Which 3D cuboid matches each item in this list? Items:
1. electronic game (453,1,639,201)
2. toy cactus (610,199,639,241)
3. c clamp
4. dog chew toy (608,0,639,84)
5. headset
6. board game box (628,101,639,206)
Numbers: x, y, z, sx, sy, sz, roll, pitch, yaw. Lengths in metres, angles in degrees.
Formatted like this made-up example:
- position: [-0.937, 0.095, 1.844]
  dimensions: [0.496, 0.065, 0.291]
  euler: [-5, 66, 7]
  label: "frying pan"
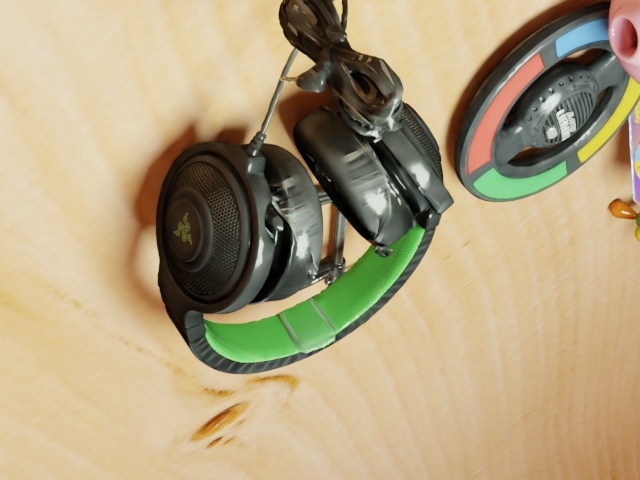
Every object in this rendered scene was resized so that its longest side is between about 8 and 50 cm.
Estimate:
- position: [0.222, -0.125, 1.091]
  dimensions: [0.229, 0.048, 0.229]
  euler: [-25, 147, -18]
  label: "electronic game"
- position: [0.437, -0.054, 1.368]
  dimensions: [0.180, 0.112, 0.219]
  euler: [-58, 145, -3]
  label: "toy cactus"
- position: [0.000, 0.000, 1.065]
  dimensions: [0.137, 0.022, 0.161]
  euler: [-23, 147, -13]
  label: "c clamp"
- position: [0.392, -0.212, 1.005]
  dimensions: [0.332, 0.206, 0.207]
  euler: [-17, 143, -23]
  label: "dog chew toy"
- position: [0.002, -0.020, 0.881]
  dimensions: [0.243, 0.185, 0.394]
  euler: [-25, 144, -19]
  label: "headset"
- position: [0.387, -0.103, 1.217]
  dimensions: [0.133, 0.033, 0.169]
  euler: [-18, 112, -22]
  label: "board game box"
